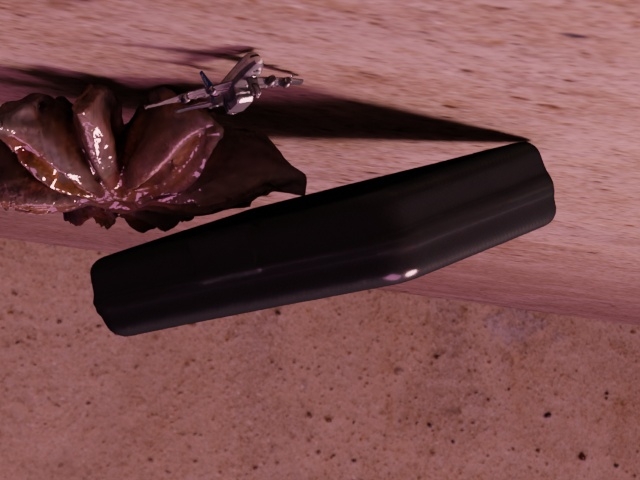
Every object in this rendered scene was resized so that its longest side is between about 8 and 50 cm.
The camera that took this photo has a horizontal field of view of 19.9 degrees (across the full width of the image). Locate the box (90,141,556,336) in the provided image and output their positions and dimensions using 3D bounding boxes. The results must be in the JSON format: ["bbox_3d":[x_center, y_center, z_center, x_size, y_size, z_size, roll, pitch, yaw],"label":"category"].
[{"bbox_3d":[0.000,0.000,1.002,0.230,0.050,0.160,-12,-175,41],"label":"box"}]

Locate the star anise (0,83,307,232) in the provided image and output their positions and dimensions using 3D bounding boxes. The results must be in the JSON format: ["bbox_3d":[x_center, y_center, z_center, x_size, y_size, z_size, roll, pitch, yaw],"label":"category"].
[{"bbox_3d":[-0.110,-0.046,0.978,0.182,0.065,0.195,9,166,-38],"label":"star anise"}]

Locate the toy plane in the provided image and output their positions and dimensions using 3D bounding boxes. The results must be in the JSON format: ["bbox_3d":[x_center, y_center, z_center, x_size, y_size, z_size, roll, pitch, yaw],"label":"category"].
[{"bbox_3d":[-0.040,-0.070,0.828,0.078,0.024,0.084,-11,-177,-21],"label":"toy plane"}]
